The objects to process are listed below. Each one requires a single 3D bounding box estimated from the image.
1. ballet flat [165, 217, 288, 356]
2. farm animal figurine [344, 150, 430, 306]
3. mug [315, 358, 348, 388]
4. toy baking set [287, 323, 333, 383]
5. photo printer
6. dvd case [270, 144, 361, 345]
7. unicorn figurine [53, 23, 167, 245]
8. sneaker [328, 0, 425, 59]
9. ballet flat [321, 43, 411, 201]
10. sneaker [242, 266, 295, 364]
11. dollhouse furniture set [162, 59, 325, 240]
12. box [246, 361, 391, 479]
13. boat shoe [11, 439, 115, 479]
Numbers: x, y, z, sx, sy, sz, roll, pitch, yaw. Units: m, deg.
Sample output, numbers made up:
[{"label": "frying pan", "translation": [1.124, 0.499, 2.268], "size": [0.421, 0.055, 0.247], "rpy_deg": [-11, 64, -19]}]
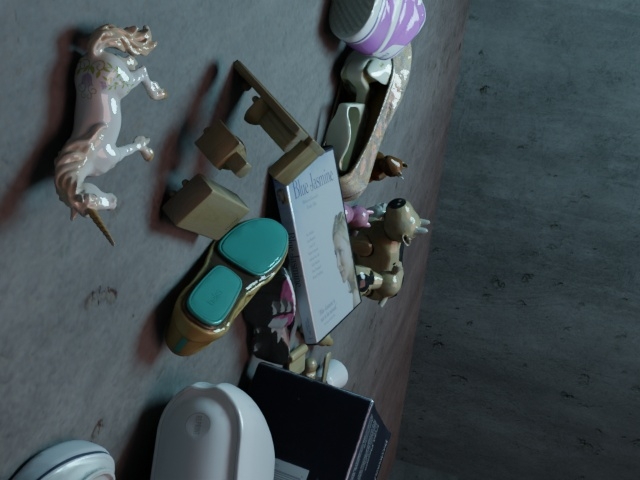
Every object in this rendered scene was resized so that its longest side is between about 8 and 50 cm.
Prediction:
[{"label": "ballet flat", "translation": [-0.108, 0.047, 0.877], "size": [0.073, 0.080, 0.232], "rpy_deg": [-53, 178, 34]}, {"label": "farm animal figurine", "translation": [0.100, 0.009, 1.406], "size": [0.327, 0.172, 0.330], "rpy_deg": [82, 25, -56]}, {"label": "mug", "translation": [0.014, 0.282, 1.546], "size": [0.064, 0.062, 0.078], "rpy_deg": [-25, 120, -63]}, {"label": "toy baking set", "translation": [-0.030, 0.249, 1.413], "size": [0.197, 0.030, 0.256], "rpy_deg": [-70, 159, -5]}, {"label": "photo printer", "translation": [-0.117, 0.317, 0.859], "size": [0.256, 0.107, 0.307], "rpy_deg": [79, 12, -64]}, {"label": "dvd case", "translation": [0.000, 0.000, 1.119], "size": [0.180, 0.022, 0.253], "rpy_deg": [-33, 115, -62]}, {"label": "unicorn figurine", "translation": [-0.159, -0.080, 0.578], "size": [0.111, 0.060, 0.162], "rpy_deg": [-21, 106, -73]}, {"label": "sneaker", "translation": [0.112, -0.408, 1.157], "size": [0.161, 0.102, 0.282], "rpy_deg": [13, 101, -53]}, {"label": "ballet flat", "translation": [0.066, -0.217, 1.232], "size": [0.106, 0.107, 0.316], "rpy_deg": [25, 78, -62]}, {"label": "sneaker", "translation": [-0.067, 0.089, 1.075], "size": [0.178, 0.072, 0.077], "rpy_deg": [100, 1, -46]}, {"label": "dollhouse furniture set", "translation": [-0.105, -0.100, 0.812], "size": [0.151, 0.123, 0.144], "rpy_deg": [-43, 166, 5]}, {"label": "box", "translation": [-0.040, 0.398, 1.163], "size": [0.312, 0.179, 0.343], "rpy_deg": [66, 42, -65]}, {"label": "boat shoe", "translation": [-0.211, 0.233, 0.562], "size": [0.267, 0.088, 0.096], "rpy_deg": [-29, 130, -71]}]
